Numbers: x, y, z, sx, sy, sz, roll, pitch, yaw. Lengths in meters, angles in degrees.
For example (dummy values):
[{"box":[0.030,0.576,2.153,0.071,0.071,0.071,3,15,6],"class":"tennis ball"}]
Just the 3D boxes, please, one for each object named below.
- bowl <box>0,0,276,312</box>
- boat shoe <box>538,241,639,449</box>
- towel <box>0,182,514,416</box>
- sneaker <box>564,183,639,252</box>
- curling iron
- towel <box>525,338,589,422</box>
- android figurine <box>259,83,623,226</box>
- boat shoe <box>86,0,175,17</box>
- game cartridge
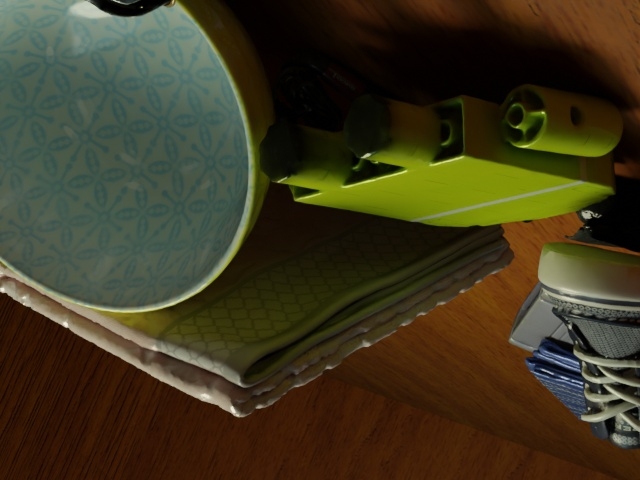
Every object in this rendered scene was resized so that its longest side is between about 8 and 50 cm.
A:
[{"box":[-0.145,-0.106,1.175,0.289,0.289,0.156,20,-148,16],"class":"bowl"},{"box":[0.252,0.092,1.221,0.127,0.158,0.340,12,-179,30],"class":"boat shoe"},{"box":[-0.056,0.009,1.298,0.317,0.053,0.332,23,-143,40],"class":"towel"},{"box":[0.237,-0.019,1.189,0.089,0.051,0.170,16,173,11],"class":"sneaker"},{"box":[0.072,-0.079,1.256,0.274,0.035,0.068,24,133,-28],"class":"curling iron"},{"box":[0.376,0.193,1.741,0.243,0.040,0.336,17,171,23],"class":"towel"},{"box":[0.097,-0.055,1.092,0.273,0.056,0.248,6,167,-41],"class":"android figurine"},{"box":[-0.092,-0.176,0.993,0.183,0.083,0.065,20,170,14],"class":"boat shoe"},{"box":[0.325,0.101,1.608,0.230,0.068,0.355,18,170,4],"class":"game cartridge"}]
